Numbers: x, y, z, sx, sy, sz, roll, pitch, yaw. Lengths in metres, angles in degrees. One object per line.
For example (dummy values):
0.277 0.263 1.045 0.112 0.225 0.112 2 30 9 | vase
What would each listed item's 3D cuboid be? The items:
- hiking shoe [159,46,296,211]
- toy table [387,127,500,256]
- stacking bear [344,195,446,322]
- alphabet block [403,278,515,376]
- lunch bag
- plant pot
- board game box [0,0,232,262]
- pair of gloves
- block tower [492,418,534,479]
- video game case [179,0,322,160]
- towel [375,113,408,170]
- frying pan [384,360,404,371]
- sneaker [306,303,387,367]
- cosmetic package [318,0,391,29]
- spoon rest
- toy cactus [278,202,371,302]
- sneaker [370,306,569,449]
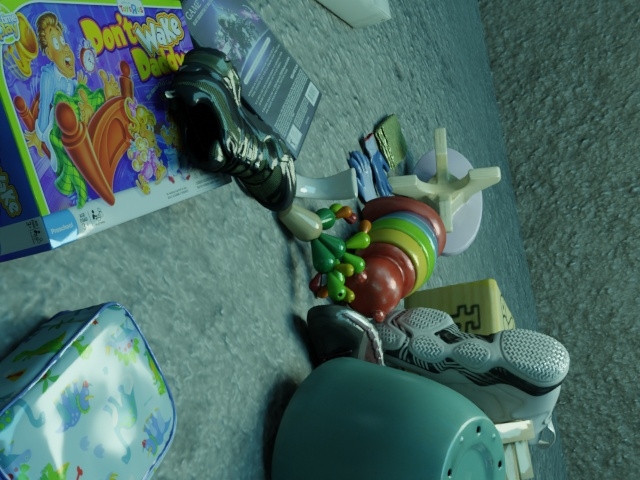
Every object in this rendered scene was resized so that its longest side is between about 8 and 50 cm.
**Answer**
-0.112 -0.106 0.925 0.227 0.086 0.114 56 45 -30 | hiking shoe
0.284 -0.118 1.824 0.161 0.252 0.275 64 11 -67 | toy table
0.125 0.044 1.471 0.289 0.164 0.176 -48 123 -56 | stacking bear
0.283 0.218 1.573 0.192 0.193 0.197 56 30 -47 | alphabet block
-0.223 0.174 0.702 0.176 0.090 0.219 67 26 -21 | lunch bag
0.115 0.323 1.104 0.293 0.235 0.293 -1 91 -51 | plant pot
-0.236 -0.135 0.837 0.347 0.078 0.234 -35 110 -64 | board game box
0.109 -0.137 1.676 0.198 0.023 0.159 -59 134 -56 | pair of gloves
0.201 0.349 1.297 0.090 0.335 0.097 -1 77 -32 | block tower
-0.105 -0.270 1.184 0.274 0.026 0.196 48 35 -24 | video game case
0.166 -0.233 1.840 0.110 0.027 0.148 69 26 -17 | towel
0.147 0.215 1.566 0.197 0.053 0.326 -71 145 -52 | frying pan
0.050 0.237 1.268 0.281 0.106 0.163 57 34 -40 | sneaker
0.030 -0.672 1.664 0.284 0.097 0.378 8 72 -67 | cosmetic package
-0.053 -0.114 1.259 0.276 0.084 0.137 18 60 -48 | spoon rest
0.000 0.000 1.304 0.180 0.112 0.219 38 45 -29 | toy cactus
0.242 0.250 1.372 0.137 0.365 0.210 -43 134 -51 | sneaker
